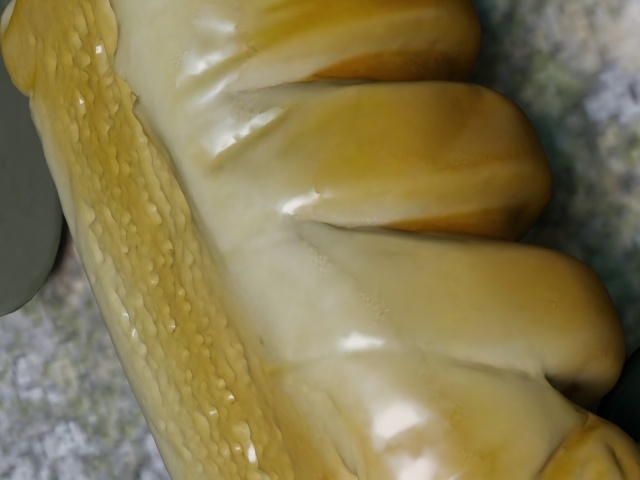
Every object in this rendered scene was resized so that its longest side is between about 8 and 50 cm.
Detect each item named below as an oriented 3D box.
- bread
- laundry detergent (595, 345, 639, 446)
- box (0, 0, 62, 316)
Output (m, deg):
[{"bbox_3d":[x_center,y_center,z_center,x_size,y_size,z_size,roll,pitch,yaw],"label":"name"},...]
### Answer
[{"bbox_3d":[0.000,0.000,0.451,0.173,0.121,0.311,-45,65,56],"label":"bread"},{"bbox_3d":[0.141,0.144,0.449,0.144,0.078,0.222,10,100,25],"label":"laundry detergent"},{"bbox_3d":[-0.283,-0.148,0.561,0.343,0.177,0.352,3,99,28],"label":"box"}]
